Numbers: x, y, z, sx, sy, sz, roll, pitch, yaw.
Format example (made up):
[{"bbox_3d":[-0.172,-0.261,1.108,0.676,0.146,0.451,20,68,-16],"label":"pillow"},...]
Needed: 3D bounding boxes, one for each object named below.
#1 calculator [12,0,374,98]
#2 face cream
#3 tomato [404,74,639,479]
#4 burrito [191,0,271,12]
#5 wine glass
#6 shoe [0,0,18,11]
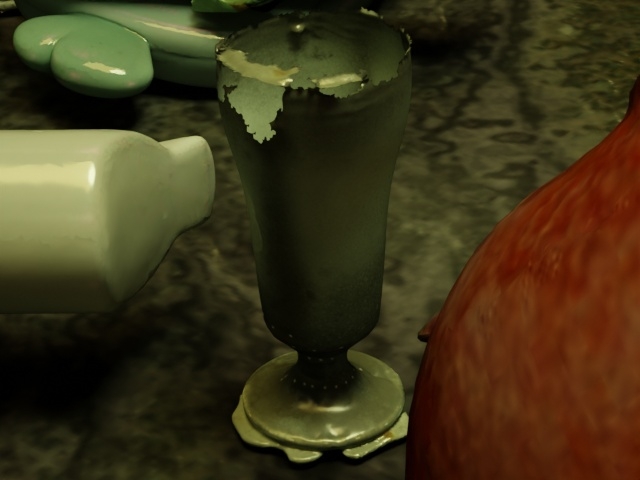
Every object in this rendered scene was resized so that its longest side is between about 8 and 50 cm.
[{"bbox_3d":[-0.063,-0.151,0.988,0.185,0.041,0.299,19,39,19],"label":"calculator"},{"bbox_3d":[-0.229,-0.008,0.678,0.369,0.145,0.145,-2,31,3],"label":"face cream"},{"bbox_3d":[0.157,0.067,0.432,0.265,0.265,0.265,-2,31,1],"label":"tomato"},{"bbox_3d":[-0.045,-0.151,0.907,0.288,0.054,0.104,2,39,-4],"label":"burrito"},{"bbox_3d":[0.000,0.000,0.642,0.072,0.155,0.072,-1,31,1],"label":"wine glass"},{"bbox_3d":[-0.211,-0.172,1.020,0.143,0.071,0.064,10,32,-7],"label":"shoe"}]
